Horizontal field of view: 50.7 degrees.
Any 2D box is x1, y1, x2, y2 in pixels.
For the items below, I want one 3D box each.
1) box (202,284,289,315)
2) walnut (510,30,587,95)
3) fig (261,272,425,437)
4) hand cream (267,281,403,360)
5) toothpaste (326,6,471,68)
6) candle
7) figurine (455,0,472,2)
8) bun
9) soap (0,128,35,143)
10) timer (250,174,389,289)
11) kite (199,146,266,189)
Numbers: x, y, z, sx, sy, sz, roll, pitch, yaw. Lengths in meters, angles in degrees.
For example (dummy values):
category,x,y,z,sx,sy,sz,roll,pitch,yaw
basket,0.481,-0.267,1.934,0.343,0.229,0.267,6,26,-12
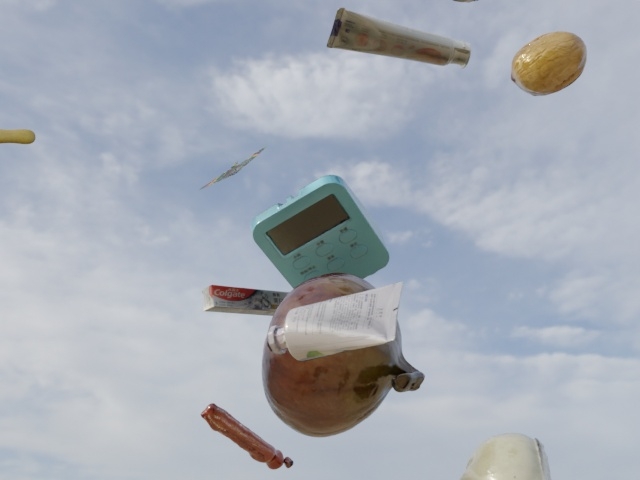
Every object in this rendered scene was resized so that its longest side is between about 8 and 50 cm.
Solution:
category,x,y,z,sx,sy,sz,roll,pitch,yaw
box,-0.161,0.137,1.517,0.218,0.055,0.039,10,-28,-39
walnut,0.537,-0.415,1.581,0.180,0.144,0.144,-21,-35,10
fig,0.021,0.162,0.958,0.214,0.235,0.235,14,-33,-11
hand cream,0.014,0.086,0.668,0.142,0.084,0.053,-15,-59,22
toothpaste,0.179,-0.445,1.517,0.323,0.066,0.100,7,-44,-15
candle,-0.166,0.453,1.528,0.048,0.051,0.329,16,-25,42
figurine,0.211,-0.491,1.112,0.176,0.236,0.133,23,-57,-16
bun,0.228,0.328,0.837,0.119,0.173,0.173,-8,-31,17
soap,-0.593,-0.199,1.292,0.089,0.034,0.012,-3,-22,-26
timer,0.000,0.000,1.458,0.231,0.091,0.250,-30,-50,14
kite,-0.131,-0.106,1.007,0.122,0.090,0.004,-31,-73,4
